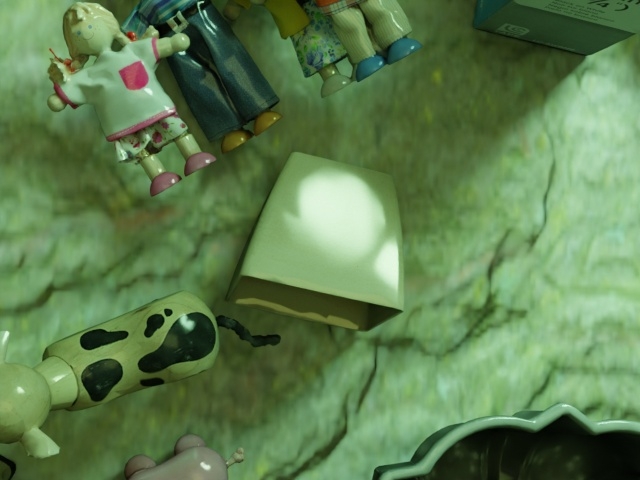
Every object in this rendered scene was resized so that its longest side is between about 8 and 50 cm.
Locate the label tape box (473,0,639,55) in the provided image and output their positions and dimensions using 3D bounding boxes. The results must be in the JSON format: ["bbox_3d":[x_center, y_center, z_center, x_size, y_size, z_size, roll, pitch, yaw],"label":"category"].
[{"bbox_3d":[0.214,-0.269,0.572,0.106,0.334,0.240,13,87,-8],"label":"label tape box"}]

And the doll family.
[{"bbox_3d":[-0.063,-0.157,0.657,0.263,0.118,0.163,-28,100,10],"label":"doll family"}]

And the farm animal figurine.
[{"bbox_3d":[-0.217,0.166,0.583,0.327,0.172,0.330,16,87,-8],"label":"farm animal figurine"}]

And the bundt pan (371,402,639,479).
[{"bbox_3d":[0.139,0.270,0.659,0.331,0.124,0.331,0,90,-8],"label":"bundt pan"}]

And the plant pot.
[{"bbox_3d":[0.000,0.000,0.657,0.109,0.109,0.096,12,75,-8],"label":"plant pot"}]
